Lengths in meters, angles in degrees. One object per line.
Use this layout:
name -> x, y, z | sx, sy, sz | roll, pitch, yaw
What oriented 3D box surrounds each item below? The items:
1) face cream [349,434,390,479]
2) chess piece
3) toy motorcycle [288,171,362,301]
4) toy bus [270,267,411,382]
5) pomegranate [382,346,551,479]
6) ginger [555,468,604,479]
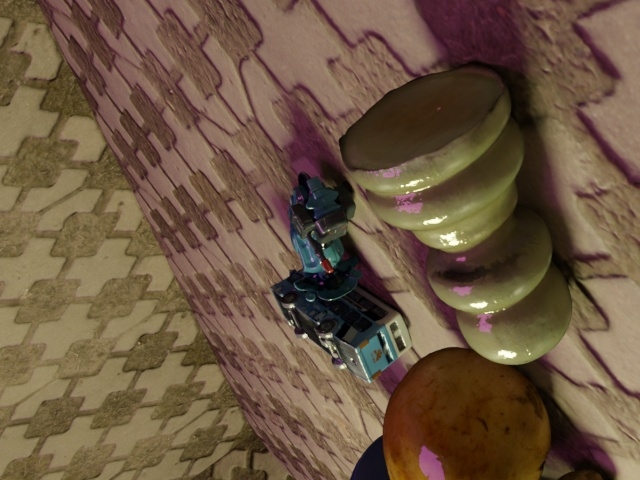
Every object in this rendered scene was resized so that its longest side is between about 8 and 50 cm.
face cream -> 0.175, 0.501, 1.650 | 0.249, 0.249, 0.225 | 51, 164, 15
chess piece -> 0.172, -0.005, 0.919 | 0.182, 0.182, 0.330 | 26, 151, 57
toy motorcycle -> 0.000, 0.000, 1.430 | 0.182, 0.124, 0.272 | 60, 165, 20
toy bus -> 0.030, 0.145, 1.582 | 0.297, 0.131, 0.106 | 32, 151, 52
pomegranate -> 0.203, 0.278, 1.208 | 0.260, 0.260, 0.260 | 48, 161, 23
ginger -> 0.286, 0.478, 1.302 | 0.122, 0.363, 0.348 | 14, -178, -12
